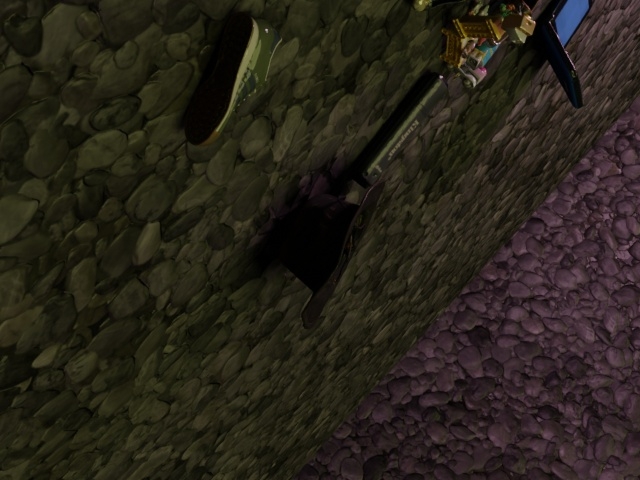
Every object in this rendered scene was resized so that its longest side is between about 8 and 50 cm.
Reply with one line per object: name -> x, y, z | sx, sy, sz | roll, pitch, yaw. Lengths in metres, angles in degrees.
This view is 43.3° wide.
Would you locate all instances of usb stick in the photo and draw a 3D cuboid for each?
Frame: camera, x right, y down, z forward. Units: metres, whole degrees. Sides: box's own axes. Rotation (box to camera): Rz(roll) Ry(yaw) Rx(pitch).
usb stick -> 0.164, -0.227, 1.662 | 0.278, 0.045, 0.077 | -51, 160, 3

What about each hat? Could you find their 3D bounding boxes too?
hat -> 0.000, 0.000, 1.587 | 0.331, 0.134, 0.331 | -61, 175, -10

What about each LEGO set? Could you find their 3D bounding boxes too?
LEGO set -> 0.321, -0.410, 1.556 | 0.107, 0.132, 0.287 | -50, -178, -17

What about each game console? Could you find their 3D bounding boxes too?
game console -> 0.660, -0.510, 2.043 | 0.173, 0.250, 0.293 | -28, 164, 16

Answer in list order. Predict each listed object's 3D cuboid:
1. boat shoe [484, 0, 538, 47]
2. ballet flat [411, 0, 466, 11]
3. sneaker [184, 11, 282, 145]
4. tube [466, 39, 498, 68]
boat shoe -> 0.400, -0.475, 1.666 | 0.066, 0.066, 0.183 | 41, 76, -34
ballet flat -> 0.218, -0.436, 1.417 | 0.173, 0.049, 0.057 | -31, 151, -41
sneaker -> -0.111, -0.212, 1.098 | 0.086, 0.064, 0.192 | -6, 129, -55
tube -> 0.384, -0.457, 1.736 | 0.207, 0.052, 0.080 | -51, 167, -16
